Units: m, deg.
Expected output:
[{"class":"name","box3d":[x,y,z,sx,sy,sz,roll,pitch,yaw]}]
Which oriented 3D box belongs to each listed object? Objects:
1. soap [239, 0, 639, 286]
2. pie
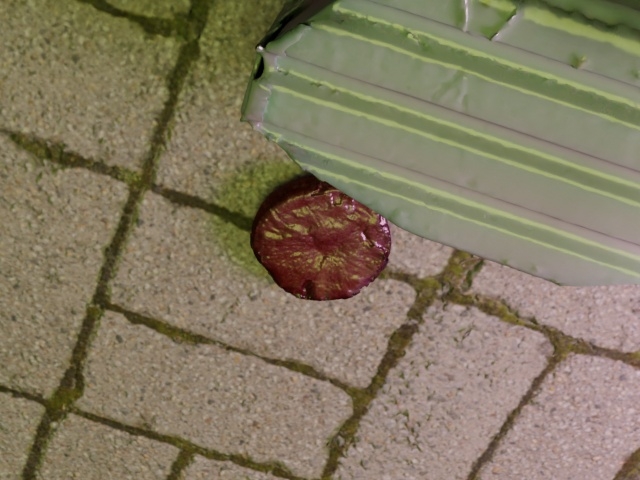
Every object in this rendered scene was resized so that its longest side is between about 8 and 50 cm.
[{"class":"soap","box3d":[0.169,-0.118,0.880,0.446,0.156,0.261,17,134,0]},{"class":"pie","box3d":[0.000,0.000,1.077,0.154,0.036,0.154,1,123,2]}]
